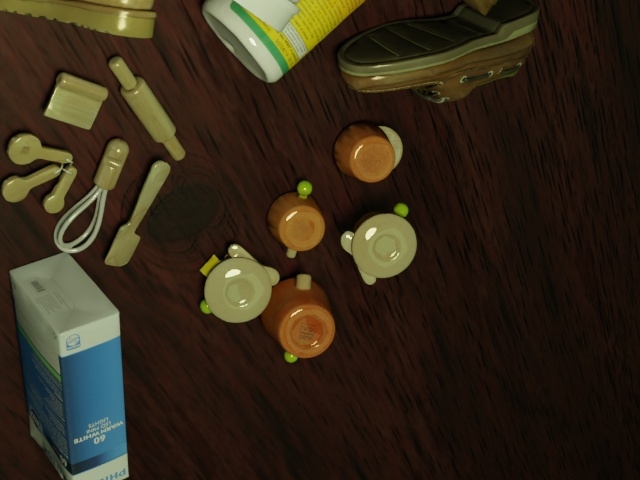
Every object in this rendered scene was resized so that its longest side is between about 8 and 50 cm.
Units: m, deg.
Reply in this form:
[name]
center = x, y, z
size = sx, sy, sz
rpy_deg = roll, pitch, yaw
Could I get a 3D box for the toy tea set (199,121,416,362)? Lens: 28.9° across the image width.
[toy tea set]
center = 0.000, 0.000, 1.619
size = 0.336, 0.124, 0.200
rpy_deg = -46, 110, 3

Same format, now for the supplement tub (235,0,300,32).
[supplement tub]
center = -0.025, -0.381, 1.180
size = 0.228, 0.228, 0.316
rpy_deg = 27, 101, -48

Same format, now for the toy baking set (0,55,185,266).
[toy baking set]
center = -0.245, -0.084, 1.379
size = 0.197, 0.030, 0.256
rpy_deg = -41, 139, -3

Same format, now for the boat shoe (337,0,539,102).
[boat shoe]
center = 0.154, -0.219, 1.550
size = 0.307, 0.111, 0.104
rpy_deg = -19, 131, -29

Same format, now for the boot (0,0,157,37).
[boot]
center = -0.218, -0.331, 1.107
size = 0.089, 0.236, 0.269
rpy_deg = -16, 118, -65

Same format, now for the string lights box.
[string lights box]
center = -0.291, 0.159, 1.445
size = 0.077, 0.133, 0.260
rpy_deg = -21, 133, -29

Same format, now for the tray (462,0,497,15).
[tray]
center = 0.194, -0.375, 1.337
size = 0.203, 0.076, 0.411
rpy_deg = -54, 171, 8

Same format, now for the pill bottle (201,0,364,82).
[pill bottle]
center = -0.017, -0.280, 1.350
size = 0.208, 0.117, 0.117
rpy_deg = -44, 139, -5
